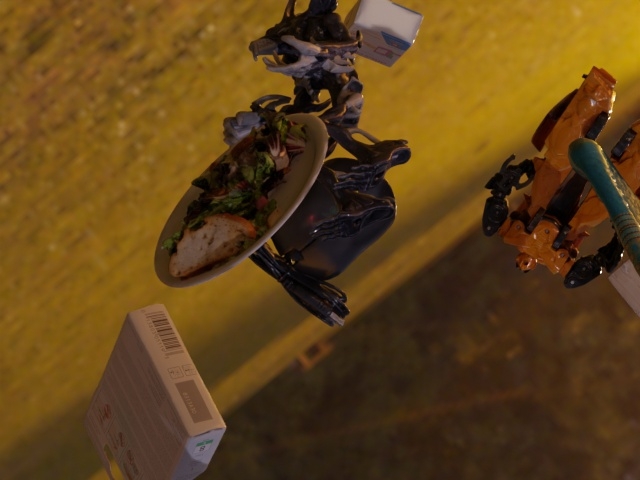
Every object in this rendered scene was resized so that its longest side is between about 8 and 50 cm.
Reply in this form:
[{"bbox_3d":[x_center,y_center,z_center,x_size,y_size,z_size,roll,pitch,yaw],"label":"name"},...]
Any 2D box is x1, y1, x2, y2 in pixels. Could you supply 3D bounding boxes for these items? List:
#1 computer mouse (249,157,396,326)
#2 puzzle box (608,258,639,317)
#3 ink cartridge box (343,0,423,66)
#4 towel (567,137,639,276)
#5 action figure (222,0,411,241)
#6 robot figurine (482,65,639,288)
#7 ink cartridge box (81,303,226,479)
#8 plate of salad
[{"bbox_3d":[0.000,0.000,2.283,0.072,0.188,0.272,-49,179,-42],"label":"computer mouse"},{"bbox_3d":[0.569,0.173,2.412,0.052,0.409,0.272,-44,167,23],"label":"puzzle box"},{"bbox_3d":[0.080,-0.291,2.490,0.122,0.088,0.052,144,-34,-76],"label":"ink cartridge box"},{"bbox_3d":[0.402,0.074,2.028,0.040,0.370,0.271,-32,139,13],"label":"towel"},{"bbox_3d":[-0.015,-0.144,1.784,0.141,0.275,0.164,-6,143,-25],"label":"action figure"},{"bbox_3d":[0.352,-0.078,2.439,0.291,0.211,0.085,-58,175,22],"label":"robot figurine"},{"bbox_3d":[-0.195,0.211,2.067,0.056,0.181,0.224,-12,146,-30],"label":"ink cartridge box"},{"bbox_3d":[-0.077,-0.043,1.569,0.200,0.048,0.200,-34,-152,22],"label":"plate of salad"}]
